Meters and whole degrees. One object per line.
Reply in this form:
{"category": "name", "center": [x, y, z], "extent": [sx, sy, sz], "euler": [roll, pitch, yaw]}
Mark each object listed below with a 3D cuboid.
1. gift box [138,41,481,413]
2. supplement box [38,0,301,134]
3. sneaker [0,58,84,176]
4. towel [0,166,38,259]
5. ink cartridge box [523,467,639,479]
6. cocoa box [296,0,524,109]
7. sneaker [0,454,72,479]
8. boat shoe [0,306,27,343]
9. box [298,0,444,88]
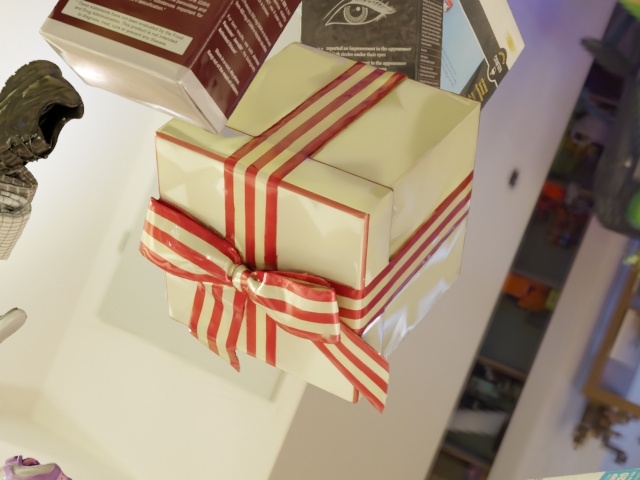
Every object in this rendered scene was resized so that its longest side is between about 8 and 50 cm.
{"category": "gift box", "center": [0.000, 0.000, 1.115], "extent": [0.255, 0.276, 0.258], "euler": [18, -140, 28]}
{"category": "supplement box", "center": [-0.072, -0.205, 0.808], "extent": [0.130, 0.239, 0.073], "euler": [23, 165, 27]}
{"category": "sneaker", "center": [-0.494, -0.158, 1.831], "extent": [0.130, 0.286, 0.109], "euler": [40, 173, 29]}
{"category": "towel", "center": [-0.644, -0.080, 1.999], "extent": [0.284, 0.121, 0.235], "euler": [18, 155, -19]}
{"category": "ink cartridge box", "center": [0.226, 0.345, 1.139], "extent": [0.233, 0.171, 0.168], "euler": [-18, -167, 42]}
{"category": "cocoa box", "center": [0.145, -0.357, 1.886], "extent": [0.231, 0.228, 0.347], "euler": [27, 167, 33]}
{"category": "sneaker", "center": [-0.366, 0.295, 1.325], "extent": [0.236, 0.104, 0.095], "euler": [-8, 131, 40]}
{"category": "boat shoe", "center": [-0.501, 0.137, 1.773], "extent": [0.049, 0.142, 0.040], "euler": [-15, -110, -57]}
{"category": "box", "center": [0.062, -0.258, 1.387], "extent": [0.153, 0.207, 0.108], "euler": [5, -174, 21]}
